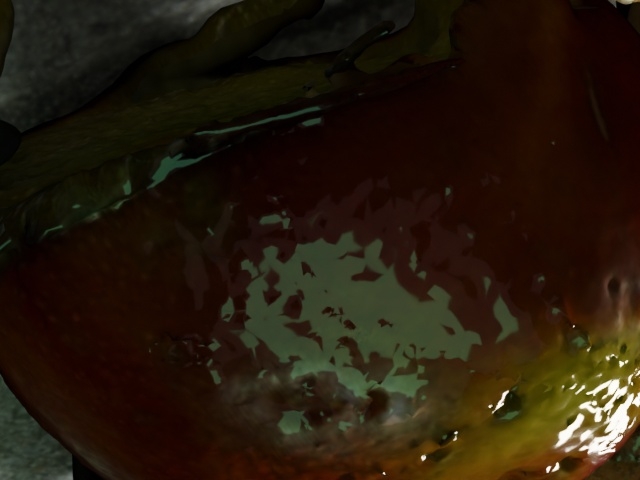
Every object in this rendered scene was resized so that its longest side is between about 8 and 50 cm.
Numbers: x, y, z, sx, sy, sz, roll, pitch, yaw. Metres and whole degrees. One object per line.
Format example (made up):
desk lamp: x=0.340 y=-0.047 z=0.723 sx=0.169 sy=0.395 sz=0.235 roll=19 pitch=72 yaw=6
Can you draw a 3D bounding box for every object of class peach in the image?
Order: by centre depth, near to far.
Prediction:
peach: x=0.000 y=0.000 z=0.793 sx=0.416 sy=0.339 sz=0.353 roll=14 pitch=90 yaw=-18

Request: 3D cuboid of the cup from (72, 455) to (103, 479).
cup: x=-0.160 y=0.241 z=1.181 sx=0.239 sy=0.177 sz=0.166 roll=-34 pitch=132 yaw=10

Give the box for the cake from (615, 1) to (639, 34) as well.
cake: x=0.308 y=-0.114 z=0.952 sx=0.207 sy=0.178 sz=0.185 roll=2 pitch=144 yaw=-2

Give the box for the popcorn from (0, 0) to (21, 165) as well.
popcorn: x=-0.329 y=-0.123 z=0.689 sx=0.381 sy=0.349 sz=0.349 roll=30 pitch=122 yaw=7

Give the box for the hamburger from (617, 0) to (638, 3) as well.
hamburger: x=0.206 y=-0.305 z=0.794 sx=0.330 sy=0.250 sz=0.330 roll=-9 pitch=132 yaw=-11

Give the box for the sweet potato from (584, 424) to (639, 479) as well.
sweet potato: x=0.221 y=0.259 z=1.353 sx=0.158 sy=0.158 sz=0.370 roll=-5 pitch=139 yaw=-16
